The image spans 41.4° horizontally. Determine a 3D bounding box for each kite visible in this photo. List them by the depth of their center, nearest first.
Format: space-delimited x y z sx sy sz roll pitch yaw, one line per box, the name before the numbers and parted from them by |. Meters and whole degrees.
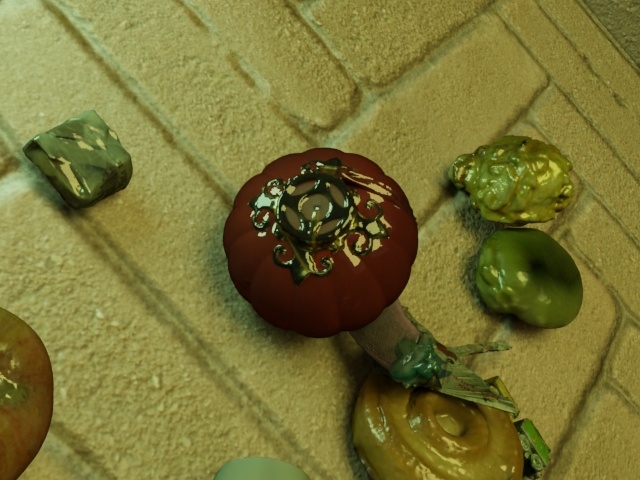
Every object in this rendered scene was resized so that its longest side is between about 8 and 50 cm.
kite | 0.206 0.188 1.427 0.314 0.011 0.335 -5 35 -37

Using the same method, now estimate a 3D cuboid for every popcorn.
popcorn | 0.404 -0.138 1.783 0.266 0.192 0.233 7 33 3

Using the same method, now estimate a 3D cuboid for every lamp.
lamp | 0.000 0.000 1.317 0.303 0.257 0.303 -2 66 4

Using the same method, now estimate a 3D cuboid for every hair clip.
hair clip | 0.097 0.113 1.390 0.096 0.110 0.358 4 39 -31

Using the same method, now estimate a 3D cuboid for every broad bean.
broad bean | 0.430 0.076 1.735 0.291 0.119 0.238 -9 60 -46

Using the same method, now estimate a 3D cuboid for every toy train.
toy train | 0.340 0.334 1.520 0.202 0.060 0.081 58 35 -3

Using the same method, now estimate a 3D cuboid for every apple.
apple | -0.416 0.176 0.908 0.261 0.194 0.260 22 51 -30

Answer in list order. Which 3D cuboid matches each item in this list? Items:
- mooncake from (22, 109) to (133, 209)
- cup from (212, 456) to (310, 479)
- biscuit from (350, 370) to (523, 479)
mooncake | -0.352 -0.112 1.240 0.130 0.073 0.125 50 46 1
cup | -0.122 0.396 1.043 0.258 0.186 0.234 8 44 -4
biscuit | 0.193 0.307 1.351 0.296 0.102 0.296 17 39 -14
